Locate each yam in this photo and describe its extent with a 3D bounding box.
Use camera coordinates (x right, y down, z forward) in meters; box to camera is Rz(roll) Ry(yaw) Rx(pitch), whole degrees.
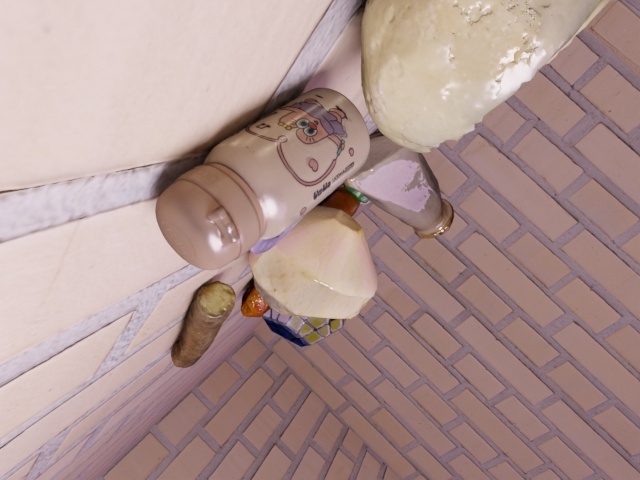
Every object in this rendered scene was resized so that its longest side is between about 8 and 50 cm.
[{"bbox_3d":[-0.250,0.185,0.872,0.081,0.081,0.356,-43,176,-39],"label":"yam"}]

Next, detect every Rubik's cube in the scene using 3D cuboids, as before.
[{"bbox_3d":[-0.050,0.202,1.437,0.264,0.319,0.319,-58,-179,-26],"label":"Rubik's cube"}]

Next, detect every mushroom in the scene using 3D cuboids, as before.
[{"bbox_3d":[0.202,-0.125,1.009,0.407,0.137,0.154,26,93,-50],"label":"mushroom"}]

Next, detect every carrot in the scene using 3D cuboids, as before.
[{"bbox_3d":[0.037,-0.077,1.134,0.193,0.087,0.087,-44,175,-38],"label":"carrot"}]

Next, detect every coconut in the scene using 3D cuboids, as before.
[{"bbox_3d":[-0.008,0.044,0.846,0.259,0.259,0.259,-46,176,-4],"label":"coconut"}]

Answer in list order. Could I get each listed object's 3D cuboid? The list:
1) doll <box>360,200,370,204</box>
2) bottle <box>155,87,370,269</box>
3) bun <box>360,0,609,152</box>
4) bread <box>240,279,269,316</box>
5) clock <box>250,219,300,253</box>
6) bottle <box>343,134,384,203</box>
[{"bbox_3d":[0.203,-0.196,1.350,0.215,0.161,0.257,-33,169,40],"label":"doll"},{"bbox_3d":[-0.053,-0.058,0.392,0.110,0.097,0.209,0,-147,47],"label":"bottle"},{"bbox_3d":[0.128,-0.203,0.376,0.259,0.152,0.259,-44,-172,8],"label":"bun"},{"bbox_3d":[-0.128,0.109,1.206,0.269,0.095,0.139,-48,-175,-32],"label":"bread"},{"bbox_3d":[-0.052,-0.057,0.565,0.198,0.064,0.172,-41,173,-48],"label":"clock"},{"bbox_3d":[0.193,-0.239,1.062,0.330,0.093,0.093,-48,176,17],"label":"bottle"}]
